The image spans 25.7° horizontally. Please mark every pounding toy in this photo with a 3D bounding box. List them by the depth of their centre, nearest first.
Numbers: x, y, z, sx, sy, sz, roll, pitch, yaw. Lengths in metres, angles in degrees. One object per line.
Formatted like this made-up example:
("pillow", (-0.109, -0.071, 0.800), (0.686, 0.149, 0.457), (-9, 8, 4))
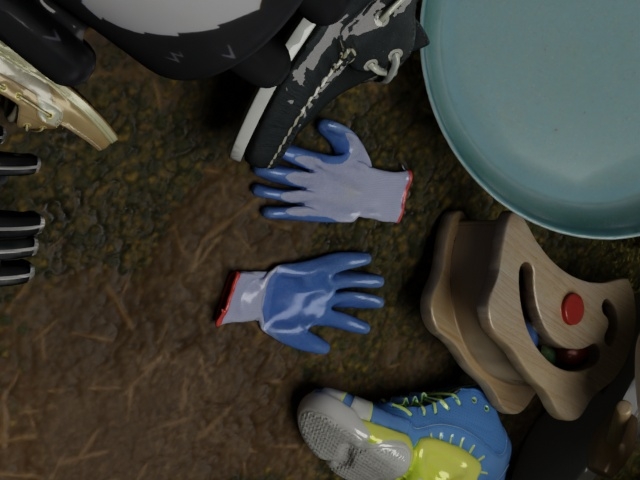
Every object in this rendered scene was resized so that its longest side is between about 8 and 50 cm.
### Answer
("pounding toy", (0.223, 0.074, 1.218), (0.269, 0.155, 0.154), (49, 59, -32))

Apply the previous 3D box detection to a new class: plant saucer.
("plant saucer", (0.225, -0.160, 1.129), (0.318, 0.044, 0.317), (-1, 93, -13))

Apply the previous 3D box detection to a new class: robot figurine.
("robot figurine", (-0.104, -0.207, 0.861), (0.278, 0.174, 0.209), (36, 65, -41))

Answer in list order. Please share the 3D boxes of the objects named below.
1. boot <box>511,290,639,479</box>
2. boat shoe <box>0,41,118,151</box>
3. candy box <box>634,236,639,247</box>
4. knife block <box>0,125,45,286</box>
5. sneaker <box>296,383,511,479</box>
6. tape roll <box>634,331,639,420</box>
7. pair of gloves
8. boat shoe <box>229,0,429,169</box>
("boot", (0.302, 0.179, 1.377), (0.123, 0.095, 0.258), (40, 85, -33))
("boat shoe", (-0.195, -0.098, 0.935), (0.135, 0.050, 0.045), (39, 90, -30))
("candy box", (0.316, -0.052, 1.273), (0.053, 0.109, 0.186), (-42, 128, -12))
("knife block", (-0.317, -0.009, 0.861), (0.276, 0.088, 0.242), (-41, 128, -13))
("sneaker", (0.082, 0.166, 1.243), (0.240, 0.091, 0.126), (39, 56, -30))
("tape roll", (0.372, 0.195, 1.227), (0.100, 0.286, 0.286), (-18, 133, 24))
("pair of gloves", (0.000, 0.000, 1.132), (0.159, 0.023, 0.198), (6, 108, -37))
("boat shoe", (0.043, -0.169, 1.010), (0.091, 0.114, 0.302), (33, 93, -6))
